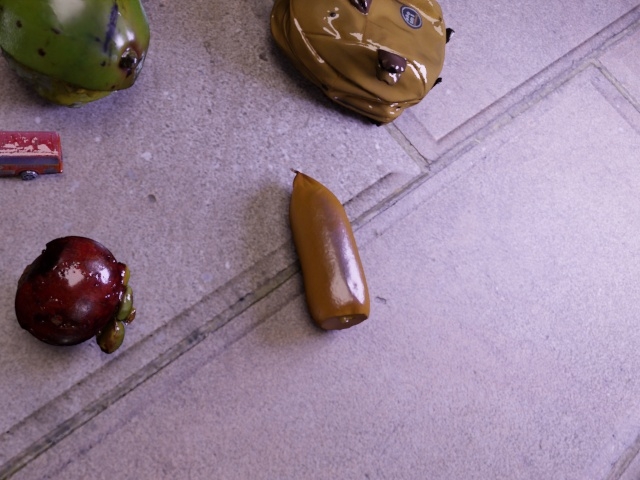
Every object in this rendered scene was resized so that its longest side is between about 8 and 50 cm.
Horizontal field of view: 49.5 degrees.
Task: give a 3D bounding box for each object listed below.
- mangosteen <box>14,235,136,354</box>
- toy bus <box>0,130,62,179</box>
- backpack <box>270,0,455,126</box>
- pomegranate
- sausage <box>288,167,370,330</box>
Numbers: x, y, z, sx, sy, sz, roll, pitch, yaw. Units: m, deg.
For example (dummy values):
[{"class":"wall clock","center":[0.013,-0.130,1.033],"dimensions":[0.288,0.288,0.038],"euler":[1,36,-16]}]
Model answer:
[{"class":"mangosteen","center":[-0.359,0.082,1.047],"dimensions":[0.180,0.166,0.166],"euler":[31,55,-36]},{"class":"toy bus","center":[-0.523,-0.143,1.133],"dimensions":[0.192,0.077,0.065],"euler":[-3,65,-22]},{"class":"backpack","center":[0.084,-0.426,1.425],"dimensions":[0.378,0.201,0.353],"euler":[20,56,-14]},{"class":"pomegranate","center":[-0.445,-0.377,1.188],"dimensions":[0.341,0.260,0.260],"euler":[38,59,4]},{"class":"sausage","center":[0.005,-0.001,1.249],"dimensions":[0.112,0.112,0.328],"euler":[-5,65,-22]}]
